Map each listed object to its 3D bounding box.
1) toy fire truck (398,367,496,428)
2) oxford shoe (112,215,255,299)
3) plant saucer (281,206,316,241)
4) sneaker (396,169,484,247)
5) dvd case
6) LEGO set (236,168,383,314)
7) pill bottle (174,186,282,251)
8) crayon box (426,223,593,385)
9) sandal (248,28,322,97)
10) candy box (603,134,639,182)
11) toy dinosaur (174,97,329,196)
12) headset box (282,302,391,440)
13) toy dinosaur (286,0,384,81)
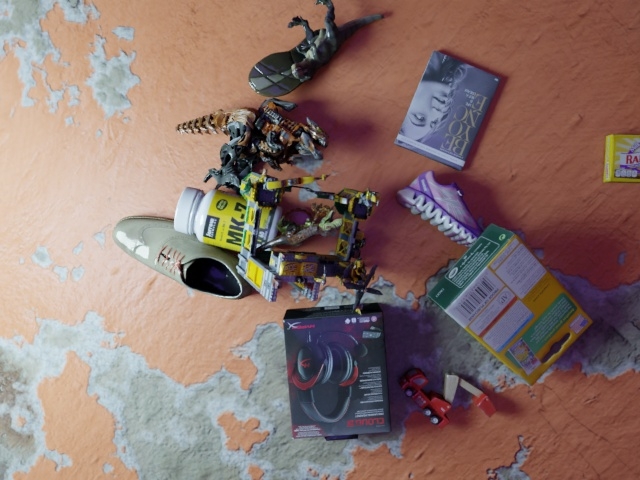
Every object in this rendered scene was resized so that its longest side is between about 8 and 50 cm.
[{"bbox_3d":[0.289,0.353,0.946,0.135,0.047,0.192,-43,91,3],"label":"toy fire truck"},{"bbox_3d":[-0.303,0.032,0.897,0.348,0.130,0.123,20,94,0],"label":"oxford shoe"},{"bbox_3d":[-0.051,-0.035,0.946,0.083,0.013,0.084,0,94,2],"label":"plant saucer"},{"bbox_3d":[0.288,-0.069,0.901,0.236,0.095,0.104,36,86,0],"label":"sneaker"},{"bbox_3d":[0.284,-0.289,0.921,0.164,0.018,0.221,23,94,0],"label":"dvd case"},{"bbox_3d":[0.000,0.000,0.783,0.331,0.192,0.255,14,97,-34],"label":"LEGO set"},{"bbox_3d":[-0.195,-0.042,0.885,0.208,0.119,0.119,14,94,-7],"label":"pill bottle"},{"bbox_3d":[0.408,0.144,0.878,0.323,0.083,0.203,40,94,-22],"label":"crayon box"},{"bbox_3d":[-0.059,-0.386,0.907,0.219,0.060,0.090,-41,98,-11],"label":"sandal"},{"bbox_3d":[0.741,-0.180,0.913,0.205,0.027,0.105,1,90,1],"label":"candy box"},{"bbox_3d":[-0.149,-0.205,0.887,0.321,0.164,0.218,12,86,30],"label":"toy dinosaur"},{"bbox_3d":[0.038,0.299,0.916,0.218,0.110,0.293,-4,93,1],"label":"headset box"},{"bbox_3d":[0.009,-0.442,0.867,0.268,0.064,0.118,-45,103,-16],"label":"toy dinosaur"}]
